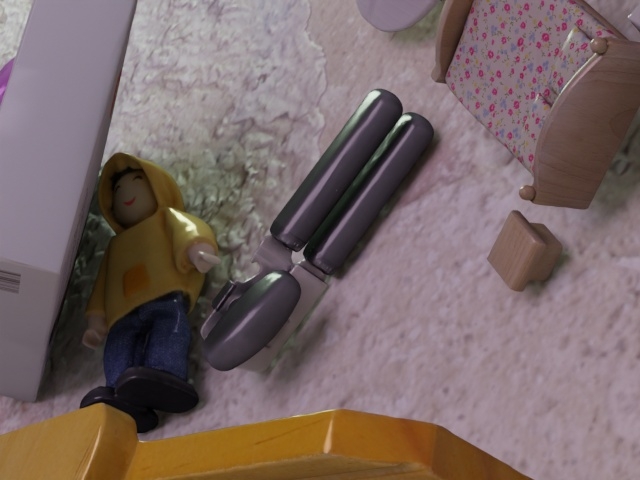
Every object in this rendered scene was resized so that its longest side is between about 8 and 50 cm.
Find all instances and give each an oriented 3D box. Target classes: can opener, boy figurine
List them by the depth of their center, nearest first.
[{"bbox_3d":[0.000,0.000,1.303,0.280,0.074,0.093,-55,23,-2],"label":"can opener"},{"bbox_3d":[-0.161,0.033,1.434,0.177,0.092,0.285,-28,50,34],"label":"boy figurine"}]

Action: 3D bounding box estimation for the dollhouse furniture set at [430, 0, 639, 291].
[{"bbox_3d":[0.100,-0.194,1.148,0.303,0.174,0.355,55,132,47],"label":"dollhouse furniture set"}]

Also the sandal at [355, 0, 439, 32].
[{"bbox_3d":[0.131,-0.299,1.368,0.102,0.076,0.265,47,115,35],"label":"sandal"}]

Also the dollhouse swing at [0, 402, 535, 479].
[{"bbox_3d":[-0.022,0.277,0.931,0.305,0.347,0.315,4,67,46],"label":"dollhouse swing"}]

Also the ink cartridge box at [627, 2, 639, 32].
[{"bbox_3d":[0.350,-0.186,1.063,0.219,0.092,0.160,-50,39,7],"label":"ink cartridge box"}]

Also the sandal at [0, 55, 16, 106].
[{"bbox_3d":[-0.424,-0.085,1.627,0.169,0.102,0.416,-17,34,52],"label":"sandal"}]

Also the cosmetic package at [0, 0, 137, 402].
[{"bbox_3d":[-0.266,-0.038,1.431,0.377,0.097,0.284,121,160,-64],"label":"cosmetic package"}]
